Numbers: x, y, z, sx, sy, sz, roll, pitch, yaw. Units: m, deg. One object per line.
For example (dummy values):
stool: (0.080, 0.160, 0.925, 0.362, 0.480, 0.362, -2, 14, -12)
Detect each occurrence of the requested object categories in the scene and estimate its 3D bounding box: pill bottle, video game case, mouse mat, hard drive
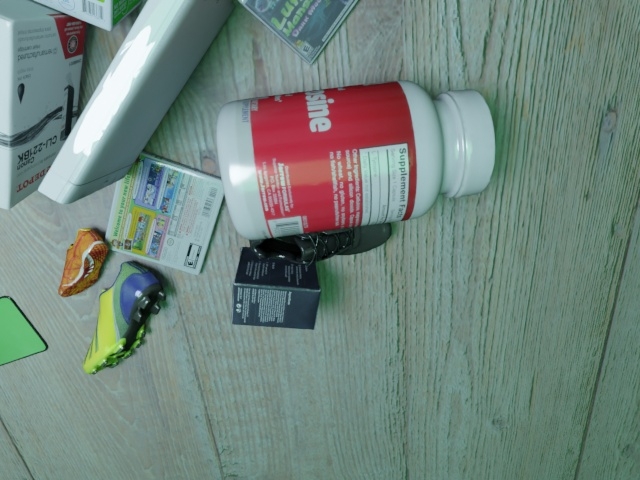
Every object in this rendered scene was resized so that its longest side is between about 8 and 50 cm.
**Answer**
pill bottle: (0.054, -0.136, 0.688, 0.407, 0.229, 0.229, -8, 114, -1)
video game case: (-0.304, -0.051, 0.809, 0.193, 0.023, 0.212, 18, 111, -12)
mouse mat: (-0.714, 0.207, 0.898, 0.189, 0.007, 0.153, -19, 113, 3)
hard drive: (-0.253, -0.227, 0.608, 0.047, 0.233, 0.353, 35, 102, -15)
video game case: (-0.010, -0.393, 0.629, 0.190, 0.022, 0.173, -49, 147, 16)

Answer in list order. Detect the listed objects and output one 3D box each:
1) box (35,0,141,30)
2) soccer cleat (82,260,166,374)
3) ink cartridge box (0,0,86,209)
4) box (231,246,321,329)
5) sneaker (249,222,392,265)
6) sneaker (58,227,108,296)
box: (-0.377, -0.449, 0.528, 0.261, 0.127, 0.231, 18, 137, -11)
soccer cleat: (-0.429, 0.165, 0.873, 0.121, 0.093, 0.289, 43, 111, 12)
ink cartridge box: (-0.461, -0.213, 0.616, 0.114, 0.197, 0.273, 19, 119, -12)
box: (-0.087, 0.090, 0.814, 0.158, 0.156, 0.093, 5, 113, -7)
sneaker: (0.000, 0.000, 0.797, 0.286, 0.130, 0.109, -6, 112, -3)
sneaker: (-0.478, 0.046, 0.827, 0.067, 0.064, 0.175, 47, 113, 17)
